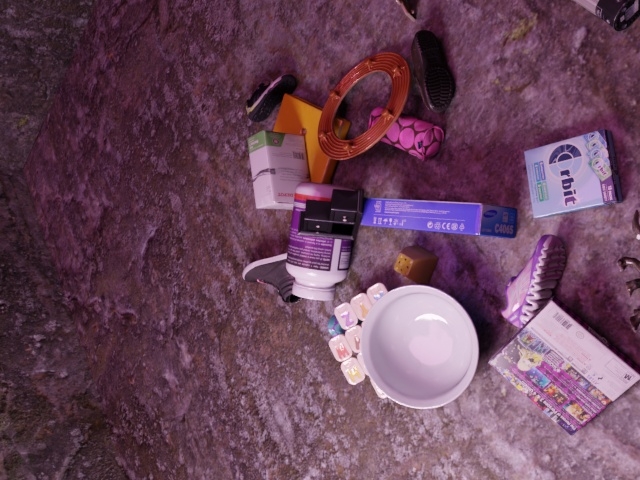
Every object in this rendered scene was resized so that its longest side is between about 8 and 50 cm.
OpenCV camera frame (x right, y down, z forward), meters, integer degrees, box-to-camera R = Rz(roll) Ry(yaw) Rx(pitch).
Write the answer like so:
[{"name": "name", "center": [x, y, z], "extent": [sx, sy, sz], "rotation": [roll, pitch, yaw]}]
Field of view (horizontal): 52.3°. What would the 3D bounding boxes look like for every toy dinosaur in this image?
[{"name": "toy dinosaur", "center": [0.676, 0.093, 1.259], "extent": [0.160, 0.121, 0.313], "rotation": [-13, 74, 32]}]

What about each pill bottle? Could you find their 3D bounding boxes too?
[{"name": "pill bottle", "center": [0.000, 0.000, 1.860], "extent": [0.182, 0.182, 0.322], "rotation": [13, 98, 44]}]

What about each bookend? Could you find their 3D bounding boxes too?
[{"name": "bookend", "center": [0.025, -0.071, 1.678], "extent": [0.157, 0.156, 0.072], "rotation": [101, 175, -63]}]

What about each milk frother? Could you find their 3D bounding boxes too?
[{"name": "milk frother", "center": [0.617, -0.533, 1.344], "extent": [0.143, 0.129, 0.134], "rotation": [-32, 58, -8]}]

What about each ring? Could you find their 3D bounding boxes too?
[{"name": "ring", "center": [0.107, -0.375, 1.786], "extent": [0.337, 0.032, 0.336], "rotation": [-28, 48, 36]}]

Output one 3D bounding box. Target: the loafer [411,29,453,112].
[{"name": "loafer", "center": [0.284, -0.429, 1.683], "extent": [0.078, 0.080, 0.220], "rotation": [137, 125, -74]}]

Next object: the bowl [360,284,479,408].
[{"name": "bowl", "center": [0.258, 0.252, 1.605], "extent": [0.298, 0.134, 0.297], "rotation": [0, 91, 27]}]

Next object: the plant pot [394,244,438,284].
[{"name": "plant pot", "center": [0.239, 0.062, 1.691], "extent": [0.081, 0.083, 0.081], "rotation": [34, 112, 41]}]

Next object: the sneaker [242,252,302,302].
[{"name": "sneaker", "center": [-0.138, 0.132, 2.043], "extent": [0.296, 0.105, 0.146], "rotation": [-18, 71, 39]}]

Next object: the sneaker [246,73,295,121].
[{"name": "sneaker", "center": [-0.177, -0.483, 2.122], "extent": [0.235, 0.084, 0.097], "rotation": [-36, 63, 38]}]

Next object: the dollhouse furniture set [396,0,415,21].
[{"name": "dollhouse furniture set", "center": [0.253, -0.681, 1.682], "extent": [0.151, 0.144, 0.123], "rotation": [-29, 73, 25]}]

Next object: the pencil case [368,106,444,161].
[{"name": "pencil case", "center": [0.218, -0.284, 1.722], "extent": [0.209, 0.095, 0.098], "rotation": [32, 118, 43]}]

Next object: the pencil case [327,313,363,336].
[{"name": "pencil case", "center": [0.093, 0.248, 1.841], "extent": [0.152, 0.064, 0.070], "rotation": [-1, 75, 45]}]

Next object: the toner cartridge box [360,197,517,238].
[{"name": "toner cartridge box", "center": [0.282, -0.057, 1.596], "extent": [0.348, 0.165, 0.075], "rotation": [7, 93, 44]}]

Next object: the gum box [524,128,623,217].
[{"name": "gum box", "center": [0.548, -0.141, 1.422], "extent": [0.184, 0.041, 0.156], "rotation": [-14, 78, 44]}]

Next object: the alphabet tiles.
[{"name": "alphabet tiles", "center": [0.161, 0.268, 1.740], "extent": [0.284, 0.021, 0.278], "rotation": [-32, 78, 23]}]

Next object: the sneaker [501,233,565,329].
[{"name": "sneaker", "center": [0.468, 0.095, 1.462], "extent": [0.105, 0.095, 0.236], "rotation": [26, 107, 50]}]

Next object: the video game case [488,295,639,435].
[{"name": "video game case", "center": [0.514, 0.268, 1.385], "extent": [0.232, 0.042, 0.210], "rotation": [41, 119, 12]}]

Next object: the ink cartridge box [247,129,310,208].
[{"name": "ink cartridge box", "center": [-0.119, -0.204, 1.938], "extent": [0.093, 0.160, 0.219], "rotation": [-15, 79, 45]}]

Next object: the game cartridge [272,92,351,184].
[{"name": "game cartridge", "center": [-0.059, -0.262, 2.027], "extent": [0.285, 0.053, 0.323], "rotation": [35, 115, 40]}]
